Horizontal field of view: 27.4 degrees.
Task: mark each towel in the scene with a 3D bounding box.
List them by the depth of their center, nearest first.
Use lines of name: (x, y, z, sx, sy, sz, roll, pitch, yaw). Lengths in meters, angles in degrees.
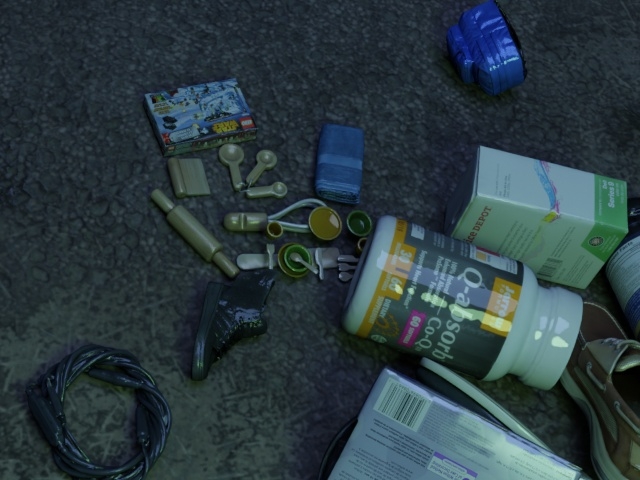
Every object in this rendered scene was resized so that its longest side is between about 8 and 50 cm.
towel: (0.026, -0.107, 1.828, 0.067, 0.029, 0.119, 11, 57, -8)

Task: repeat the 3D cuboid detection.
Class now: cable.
cable: (-0.251, 0.211, 1.547, 0.150, 0.047, 0.184, -24, 64, -32)

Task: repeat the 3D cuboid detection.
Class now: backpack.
backpack: (0.250, -0.275, 1.958, 0.101, 0.098, 0.120, -27, 65, 4)

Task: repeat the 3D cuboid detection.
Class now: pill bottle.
pill bottle: (0.178, 0.084, 1.666, 0.278, 0.162, 0.162, 19, 55, -2)
pill bottle: (0.453, 0.049, 1.774, 0.123, 0.123, 0.219, -1, 46, -15)

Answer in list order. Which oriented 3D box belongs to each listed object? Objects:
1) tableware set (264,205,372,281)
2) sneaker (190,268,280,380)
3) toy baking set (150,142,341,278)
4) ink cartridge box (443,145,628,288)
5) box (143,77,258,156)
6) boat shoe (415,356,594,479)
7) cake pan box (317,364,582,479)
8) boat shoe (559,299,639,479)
tableware set: (0.000, 0.000, 1.733, 0.154, 0.024, 0.104, 3, 69, -21)
sneaker: (-0.107, 0.105, 1.643, 0.089, 0.051, 0.170, 10, 53, -3)
toy baking set: (-0.096, -0.037, 1.750, 0.197, 0.030, 0.256, -32, 71, -30)
ink cartridge box: (0.286, -0.029, 1.770, 0.212, 0.154, 0.093, 12, 56, -7)
box: (-0.166, -0.171, 1.819, 0.137, 0.027, 0.094, -13, 61, -21)
boat shoe: (0.231, 0.281, 1.583, 0.340, 0.127, 0.113, 39, 89, 3)
cake pan box: (0.123, 0.304, 1.494, 0.267, 0.070, 0.245, 26, 88, 4)
boat shoe: (0.387, 0.180, 1.649, 0.123, 0.116, 0.324, 9, 37, -18)
